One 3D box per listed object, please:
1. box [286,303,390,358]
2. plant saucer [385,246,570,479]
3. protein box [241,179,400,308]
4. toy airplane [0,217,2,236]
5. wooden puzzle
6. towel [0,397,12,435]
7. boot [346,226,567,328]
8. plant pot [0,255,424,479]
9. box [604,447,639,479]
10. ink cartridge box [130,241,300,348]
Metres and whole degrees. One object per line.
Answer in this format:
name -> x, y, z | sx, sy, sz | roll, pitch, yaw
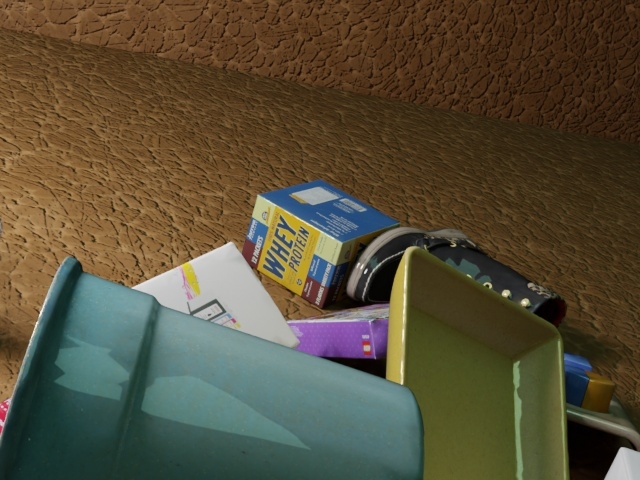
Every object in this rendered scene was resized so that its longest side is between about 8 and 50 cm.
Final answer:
box -> 0.084, 0.133, 1.499 | 0.200, 0.057, 0.293 | -8, -1, -29
plant saucer -> 0.192, 0.219, 1.295 | 0.332, 0.081, 0.333 | 28, 53, -34
protein box -> 0.000, 0.000, 1.847 | 0.199, 0.136, 0.201 | 30, 27, 26
toy airplane -> -0.663, -0.040, 1.333 | 0.384, 0.272, 0.386 | -30, 58, -17
wooden puzzle -> 0.338, 0.208, 1.576 | 0.347, 0.081, 0.322 | 22, 5, 8
towel -> -0.379, 0.269, 1.139 | 0.198, 0.031, 0.275 | 29, 26, 25
boot -> 0.253, 0.095, 1.822 | 0.284, 0.138, 0.377 | 34, 23, 33
plant pot -> -0.103, 0.219, 0.896 | 0.334, 0.341, 0.341 | 14, 24, -9
box -> 0.381, 0.424, 1.075 | 0.168, 0.215, 0.345 | 18, 24, 2
ink cartridge box -> -0.184, 0.139, 1.273 | 0.232, 0.171, 0.168 | -27, 81, -49
